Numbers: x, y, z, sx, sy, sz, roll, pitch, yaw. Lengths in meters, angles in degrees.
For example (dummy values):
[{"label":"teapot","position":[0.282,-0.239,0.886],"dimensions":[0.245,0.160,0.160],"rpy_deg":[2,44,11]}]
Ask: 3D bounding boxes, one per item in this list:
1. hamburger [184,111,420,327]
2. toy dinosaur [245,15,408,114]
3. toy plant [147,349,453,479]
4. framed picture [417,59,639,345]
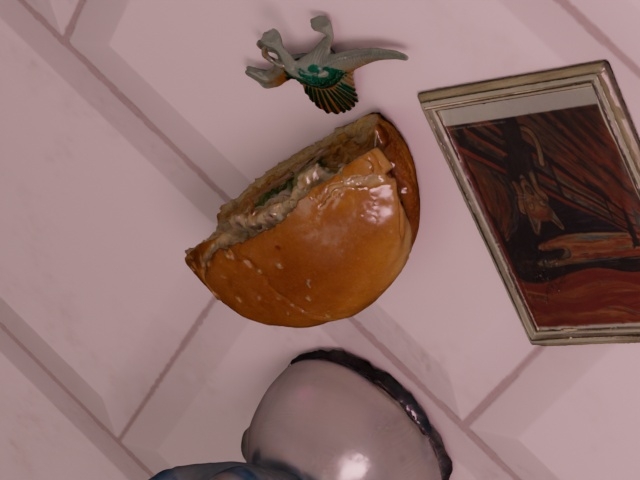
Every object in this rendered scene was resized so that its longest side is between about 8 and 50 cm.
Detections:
[{"label":"hamburger","position":[0.000,0.000,1.815],"dimensions":[0.283,0.144,0.156],"rpy_deg":[-26,102,49]},{"label":"toy dinosaur","position":[0.003,-0.153,1.773],"dimensions":[0.187,0.044,0.106],"rpy_deg":[12,143,21]},{"label":"toy plant","position":[-0.051,0.290,1.955],"dimensions":[0.247,0.332,0.247],"rpy_deg":[27,138,27]},{"label":"framed picture","position":[0.213,-0.022,1.696],"dimensions":[0.216,0.016,0.273],"rpy_deg":[-7,116,46]}]
